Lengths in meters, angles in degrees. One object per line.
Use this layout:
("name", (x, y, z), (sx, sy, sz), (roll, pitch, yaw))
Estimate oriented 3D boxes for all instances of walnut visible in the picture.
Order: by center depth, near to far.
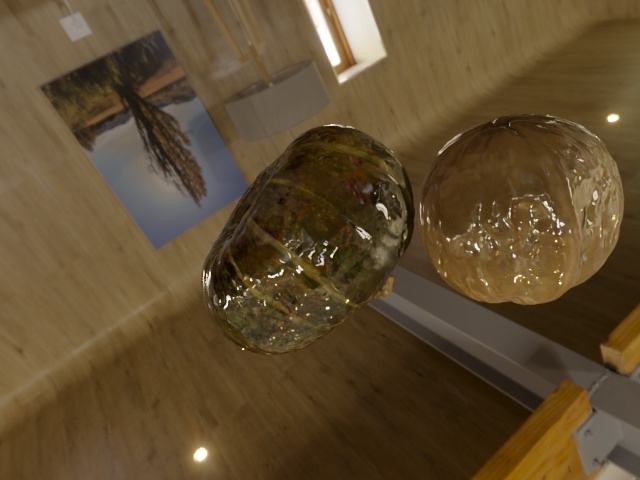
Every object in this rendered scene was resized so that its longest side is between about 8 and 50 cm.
("walnut", (0.223, -0.030, 0.523), (0.228, 0.228, 0.228), (-22, -155, 11))

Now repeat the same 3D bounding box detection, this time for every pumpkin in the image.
("pumpkin", (0.000, 0.000, 0.421), (0.219, 0.162, 0.219), (-50, -168, 14))
